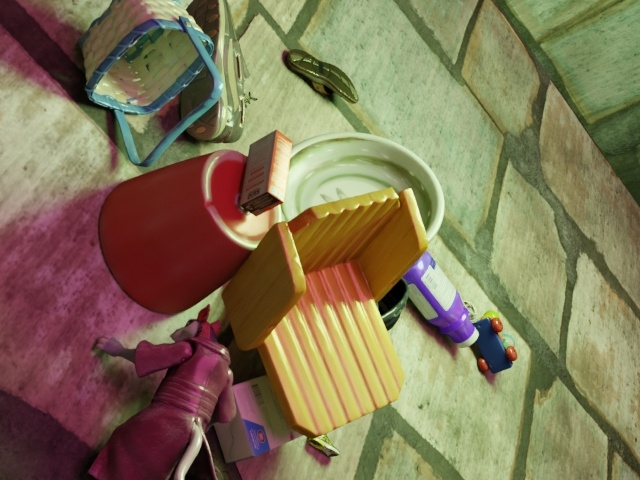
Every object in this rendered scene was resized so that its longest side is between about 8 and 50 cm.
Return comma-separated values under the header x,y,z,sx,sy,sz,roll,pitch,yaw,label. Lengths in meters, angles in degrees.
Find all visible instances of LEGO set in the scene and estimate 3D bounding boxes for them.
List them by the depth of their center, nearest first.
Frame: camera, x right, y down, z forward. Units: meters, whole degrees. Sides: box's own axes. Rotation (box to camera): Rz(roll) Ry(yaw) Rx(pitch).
x,y,z,sx,sy,sz,roll,pitch,yaw,label
-0.183,-0.324,2.056,0.083,0.023,0.054,24,49,-26,LEGO set

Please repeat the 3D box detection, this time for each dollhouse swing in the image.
x,y,z,sx,sy,sz,roll,pitch,yaw,label
0.059,0.131,1.640,0.347,0.315,0.305,-15,64,-42,dollhouse swing

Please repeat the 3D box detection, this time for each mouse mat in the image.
x,y,z,sx,sy,sz,roll,pitch,yaw,label
-0.195,0.434,1.614,0.153,0.007,0.189,-22,89,-54,mouse mat

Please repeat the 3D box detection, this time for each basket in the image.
x,y,z,sx,sy,sz,roll,pitch,yaw,label
-0.310,-0.316,1.693,0.201,0.255,0.289,10,51,-51,basket

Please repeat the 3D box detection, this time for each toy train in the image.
x,y,z,sx,sy,sz,roll,pitch,yaw,label
0.452,0.224,2.473,0.248,0.105,0.143,63,26,-4,toy train

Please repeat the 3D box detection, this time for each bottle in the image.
x,y,z,sx,sy,sz,roll,pitch,yaw,label
0.302,0.154,2.323,0.283,0.092,0.118,51,39,-19,bottle

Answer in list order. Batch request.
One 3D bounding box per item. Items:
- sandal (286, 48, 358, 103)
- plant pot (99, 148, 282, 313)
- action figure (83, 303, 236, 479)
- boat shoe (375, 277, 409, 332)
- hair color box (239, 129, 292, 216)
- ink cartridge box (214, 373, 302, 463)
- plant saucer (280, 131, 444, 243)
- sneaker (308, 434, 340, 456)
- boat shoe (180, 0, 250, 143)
x,y,z,sx,sy,sz,roll,pitch,yaw,label
0.001,-0.409,2.307,0.219,0.060,0.090,22,47,-26,sandal
-0.220,-0.030,1.649,0.275,0.243,0.275,29,49,-40,plant pot
-0.230,0.264,1.464,0.248,0.276,0.370,32,61,-29,action figure
0.025,0.138,1.894,0.500,0.156,0.187,-4,50,-54,boat shoe
-0.095,-0.118,1.588,0.043,0.072,0.141,36,46,-35,hair color box
-0.100,0.325,1.730,0.231,0.078,0.134,-7,76,-55,ink cartridge box
0.074,-0.075,2.048,0.401,0.100,0.400,3,51,-4,plant saucer
0.012,0.415,1.861,0.083,0.031,0.035,40,42,-30,sneaker
-0.228,-0.366,1.952,0.130,0.132,0.355,24,60,-54,boat shoe
